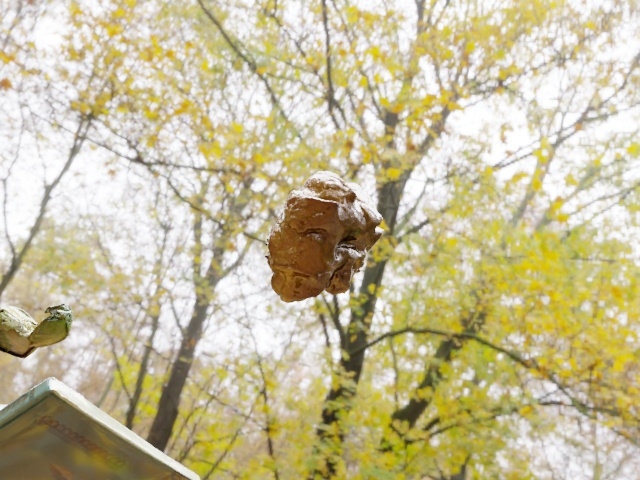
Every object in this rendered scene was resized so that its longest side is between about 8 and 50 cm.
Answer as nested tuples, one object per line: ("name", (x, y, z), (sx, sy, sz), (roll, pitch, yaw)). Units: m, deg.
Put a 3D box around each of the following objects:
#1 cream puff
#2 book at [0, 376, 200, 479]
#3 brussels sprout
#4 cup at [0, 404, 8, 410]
("cream puff", (0.000, 0.000, 1.423), (0.155, 0.268, 0.241), (19, -11, 38))
("book", (-0.361, 0.316, 0.867), (0.379, 0.031, 0.264), (-33, -49, 9))
("brussels sprout", (-0.275, 0.085, 0.725), (0.084, 0.046, 0.050), (-3, -63, 17))
("cup", (-0.466, 0.316, 1.060), (0.258, 0.234, 0.186), (56, -18, -21))
